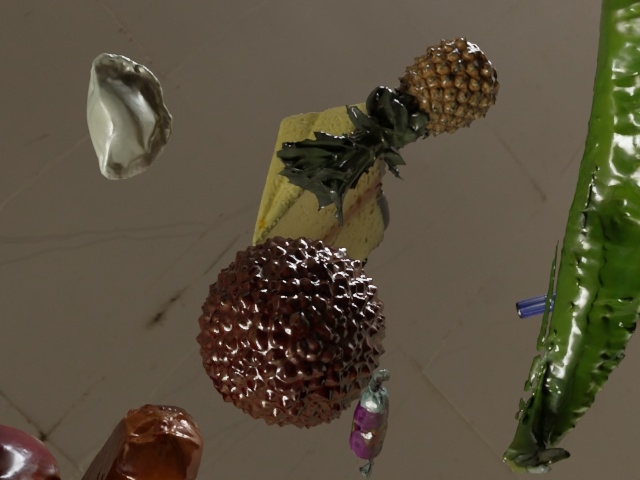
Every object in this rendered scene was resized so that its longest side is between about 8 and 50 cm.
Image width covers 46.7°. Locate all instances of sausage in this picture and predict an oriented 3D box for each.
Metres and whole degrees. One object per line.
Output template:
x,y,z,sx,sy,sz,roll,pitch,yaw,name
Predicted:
-0.300,0.388,1.220,0.141,0.153,0.268,25,-67,-26,sausage

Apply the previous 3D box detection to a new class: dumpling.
-0.345,-0.225,1.350,0.152,0.124,0.228,-12,-65,-26,dumpling

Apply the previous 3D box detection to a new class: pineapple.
0.084,-0.134,0.882,0.277,0.130,0.119,-38,-97,-12,pineapple

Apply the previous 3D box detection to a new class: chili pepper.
0.147,-0.060,0.347,0.077,0.085,0.358,6,-80,-1,chili pepper

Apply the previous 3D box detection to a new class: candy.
0.059,0.219,0.891,0.045,0.043,0.174,-41,-36,-51,candy

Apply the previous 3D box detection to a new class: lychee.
-0.036,0.122,1.009,0.265,0.300,0.264,0,-105,-1,lychee

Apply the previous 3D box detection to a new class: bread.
0.000,0.000,1.431,0.345,0.242,0.404,76,-163,-49,bread

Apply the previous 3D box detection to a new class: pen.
0.301,0.047,0.749,0.025,0.204,0.025,-16,-90,-73,pen

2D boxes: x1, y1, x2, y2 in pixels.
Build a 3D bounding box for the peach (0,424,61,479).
-0.588,0.466,1.090,0.417,0.339,0.352,-10,-56,-35,peach
